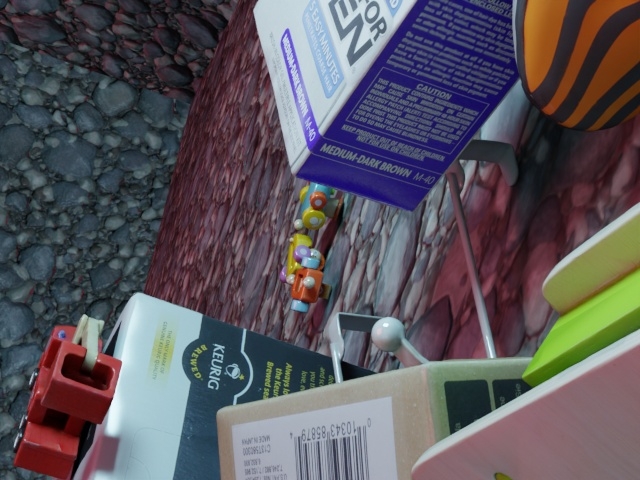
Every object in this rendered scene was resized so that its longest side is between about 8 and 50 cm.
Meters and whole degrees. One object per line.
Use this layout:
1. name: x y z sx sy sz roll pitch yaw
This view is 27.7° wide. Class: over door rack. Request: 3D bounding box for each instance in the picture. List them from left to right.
1. over door rack: 0.043 0.107 0.906 0.324 0.108 0.239 -84 18 -44

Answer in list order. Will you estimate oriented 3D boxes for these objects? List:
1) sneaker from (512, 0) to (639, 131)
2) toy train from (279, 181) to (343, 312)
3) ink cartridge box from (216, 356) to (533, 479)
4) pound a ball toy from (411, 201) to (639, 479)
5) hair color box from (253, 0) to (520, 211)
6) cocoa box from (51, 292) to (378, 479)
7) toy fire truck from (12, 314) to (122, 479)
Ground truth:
1. sneaker: 0.192 -0.161 0.602 0.180 0.125 0.321 -89 21 -56
2. toy train: 0.000 0.000 1.389 0.125 0.046 0.166 163 121 -73
3. ink cartridge box: 0.035 0.170 0.678 0.235 0.088 0.193 -24 68 58
4. pound a ball toy: 0.187 0.016 0.442 0.208 0.136 0.319 -50 1 -29
5. hair color box: 0.088 -0.203 0.815 0.339 0.110 0.185 -52 35 33
6. cocoa box: -0.104 0.265 1.029 0.231 0.228 0.347 124 160 -45
7. toy fire truck: -0.193 0.107 1.002 0.192 0.047 0.135 -96 29 -62
